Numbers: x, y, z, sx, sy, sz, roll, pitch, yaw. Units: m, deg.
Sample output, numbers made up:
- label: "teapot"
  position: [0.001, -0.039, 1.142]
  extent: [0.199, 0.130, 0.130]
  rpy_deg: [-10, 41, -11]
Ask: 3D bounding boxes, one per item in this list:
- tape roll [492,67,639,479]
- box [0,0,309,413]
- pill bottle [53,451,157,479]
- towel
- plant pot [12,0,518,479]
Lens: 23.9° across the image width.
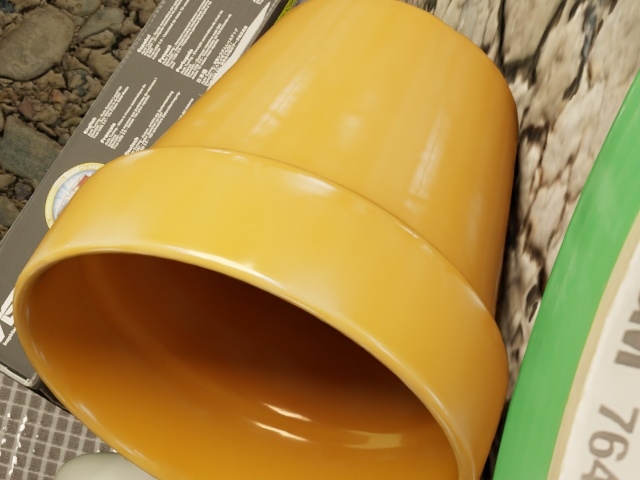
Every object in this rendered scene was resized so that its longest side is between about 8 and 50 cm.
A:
- label: "tape roll"
  position: [0.116, 0.060, 0.264]
  extent: [0.321, 0.077, 0.321]
  rpy_deg: [-165, 90, -78]
- label: "box"
  position: [-0.058, -0.019, 0.816]
  extent: [0.270, 0.060, 0.216]
  rpy_deg: [-59, -25, -10]
- label: "pill bottle"
  position: [-0.092, 0.264, 0.800]
  extent: [0.162, 0.162, 0.278]
  rpy_deg: [133, 151, -67]
- label: "towel"
  position: [-0.313, 0.242, 1.749]
  extent: [0.121, 0.235, 0.284]
  rpy_deg: [143, 141, -63]
- label: "plant pot"
  position: [0.000, 0.000, 0.666]
  extent: [0.188, 0.205, 0.205]
  rpy_deg: [-63, 3, -33]
